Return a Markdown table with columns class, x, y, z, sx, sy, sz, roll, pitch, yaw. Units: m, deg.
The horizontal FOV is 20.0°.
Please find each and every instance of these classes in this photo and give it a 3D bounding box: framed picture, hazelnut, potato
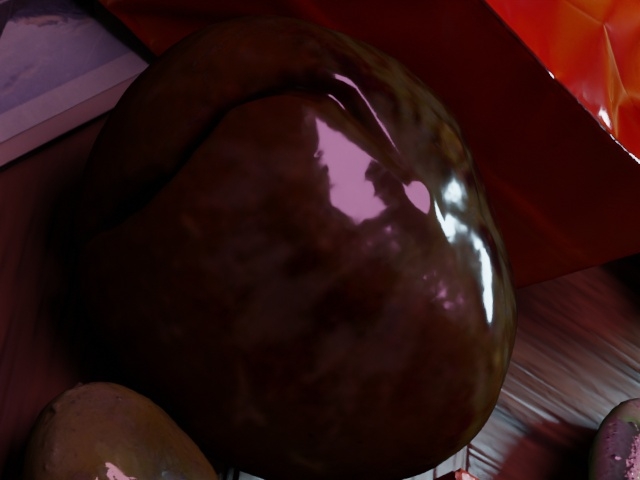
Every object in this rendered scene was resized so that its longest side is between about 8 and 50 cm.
| class | x | y | z | sx | sy | sz | roll | pitch | yaw |
| --- | --- | --- | --- | --- | --- | --- | --- | --- | --- |
| framed picture | -0.151 | -0.126 | 0.934 | 0.150 | 0.015 | 0.203 | 58 | 39 | -2 |
| hazelnut | 0.000 | 0.000 | 0.871 | 0.234 | 0.218 | 0.218 | 48 | 41 | -11 |
| potato | -0.079 | 0.154 | 0.789 | 0.105 | 0.085 | 0.188 | 13 | 63 | -39 |

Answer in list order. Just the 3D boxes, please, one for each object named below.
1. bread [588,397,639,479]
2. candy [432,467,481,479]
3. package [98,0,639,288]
| class | x | y | z | sx | sy | sz | roll | pitch | yaw |
| --- | --- | --- | --- | --- | --- | --- | --- | --- | --- |
| bread | 0.225 | 0.201 | 1.090 | 0.228 | 0.033 | 0.228 | 35 | 43 | -42 |
| candy | 0.102 | 0.181 | 0.998 | 0.122 | 0.038 | 0.062 | 33 | 45 | -30 |
| package | 0.064 | -0.104 | 0.995 | 0.423 | 0.196 | 0.123 | 41 | 48 | -30 |
